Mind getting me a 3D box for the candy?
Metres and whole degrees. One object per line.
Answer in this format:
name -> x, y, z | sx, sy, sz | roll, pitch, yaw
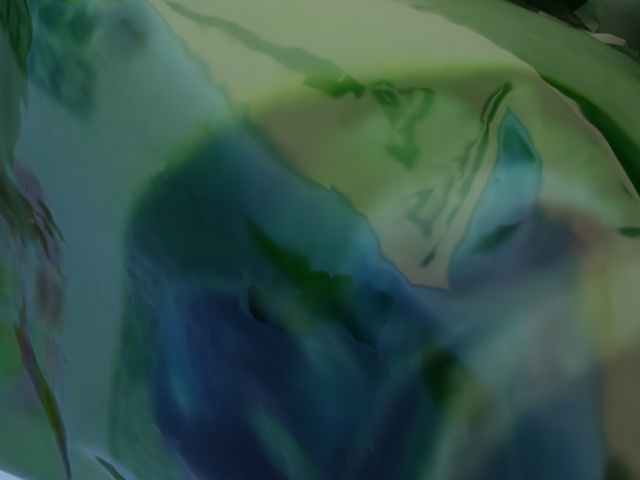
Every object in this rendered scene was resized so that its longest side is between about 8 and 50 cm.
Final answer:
candy -> -0.003, 0.003, 0.526 | 0.397, 0.263, 0.172 | 17, -153, 16
